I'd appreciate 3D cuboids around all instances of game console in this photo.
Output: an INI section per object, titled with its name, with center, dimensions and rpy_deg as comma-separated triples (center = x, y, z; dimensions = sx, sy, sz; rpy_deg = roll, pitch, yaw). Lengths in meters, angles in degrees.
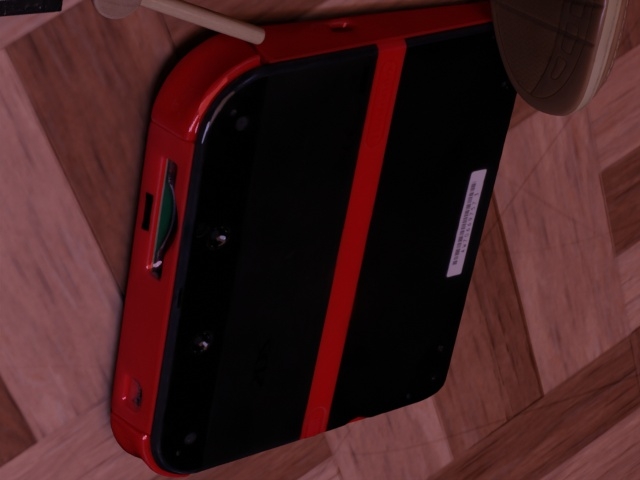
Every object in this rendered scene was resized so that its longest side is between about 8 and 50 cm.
[game console]
center = 0.000, 0.000, 1.422
dimensions = 0.342, 0.060, 0.386
rpy_deg = -14, 129, -38

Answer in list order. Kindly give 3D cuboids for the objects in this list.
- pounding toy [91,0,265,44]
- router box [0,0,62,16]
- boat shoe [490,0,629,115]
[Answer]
[pounding toy]
center = -0.072, -0.223, 1.178
dimensions = 0.206, 0.094, 0.181
rpy_deg = -26, 138, -9
[router box]
center = -0.240, -0.201, 1.086
dimensions = 0.179, 0.046, 0.133
rpy_deg = -10, 125, -33
[boat shoe]
center = 0.210, -0.260, 1.329
dimensions = 0.110, 0.122, 0.341
rpy_deg = -16, 121, -38
